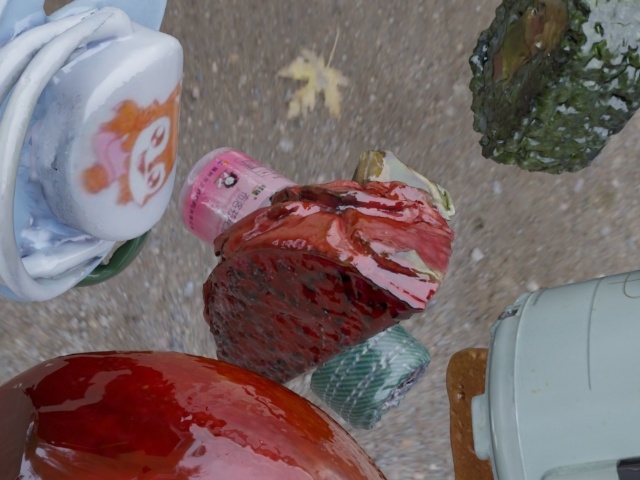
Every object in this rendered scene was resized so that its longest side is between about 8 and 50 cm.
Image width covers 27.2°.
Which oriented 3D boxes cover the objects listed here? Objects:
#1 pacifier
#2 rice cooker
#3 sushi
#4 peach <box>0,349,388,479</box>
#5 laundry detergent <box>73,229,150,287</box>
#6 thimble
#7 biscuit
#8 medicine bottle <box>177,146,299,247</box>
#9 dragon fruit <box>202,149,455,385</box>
[{"bbox_3d":[-0.220,-0.101,0.945,0.233,0.299,0.244,25,36,24],"label":"pacifier"},{"bbox_3d":[0.241,0.127,0.883,0.227,0.241,0.280,-13,98,25],"label":"rice cooker"},{"bbox_3d":[0.365,-0.283,2.005,0.178,0.352,0.294,12,50,-20],"label":"sushi"},{"bbox_3d":[-0.116,0.255,0.980,0.388,0.388,0.388,1,80,-4],"label":"peach"},{"bbox_3d":[-0.263,-0.011,1.494,0.137,0.063,0.211,37,118,13],"label":"laundry detergent"},{"bbox_3d":[0.056,0.149,1.502,0.090,0.135,0.118,43,50,15],"label":"thimble"},{"bbox_3d":[0.286,0.280,1.803,0.052,0.262,0.277,-7,90,-42],"label":"biscuit"},{"bbox_3d":[-0.077,-0.025,1.862,0.247,0.147,0.147,31,78,31],"label":"medicine bottle"},{"bbox_3d":[0.000,0.000,1.239,0.152,0.317,0.205,44,52,-9],"label":"dragon fruit"}]
